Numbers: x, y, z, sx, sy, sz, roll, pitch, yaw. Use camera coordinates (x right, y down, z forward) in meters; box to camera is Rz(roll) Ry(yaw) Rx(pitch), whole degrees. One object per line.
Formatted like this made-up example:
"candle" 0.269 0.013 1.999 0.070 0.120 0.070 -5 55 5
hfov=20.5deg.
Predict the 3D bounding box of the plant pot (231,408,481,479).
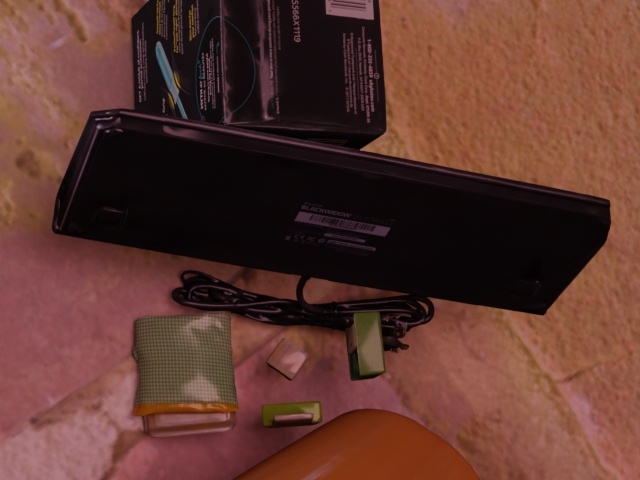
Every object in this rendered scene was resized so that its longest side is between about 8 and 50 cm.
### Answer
"plant pot" 0.001 0.200 1.013 0.205 0.205 0.188 51 49 -5

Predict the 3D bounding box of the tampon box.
"tampon box" -0.041 -0.101 1.071 0.101 0.161 0.120 2 77 -24

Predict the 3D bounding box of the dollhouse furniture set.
"dollhouse furniture set" -0.039 0.075 1.064 0.152 0.058 0.076 -4 80 -4

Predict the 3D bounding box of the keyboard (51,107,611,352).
"keyboard" 0.000 0.000 1.058 0.317 0.201 0.033 11 55 -16
